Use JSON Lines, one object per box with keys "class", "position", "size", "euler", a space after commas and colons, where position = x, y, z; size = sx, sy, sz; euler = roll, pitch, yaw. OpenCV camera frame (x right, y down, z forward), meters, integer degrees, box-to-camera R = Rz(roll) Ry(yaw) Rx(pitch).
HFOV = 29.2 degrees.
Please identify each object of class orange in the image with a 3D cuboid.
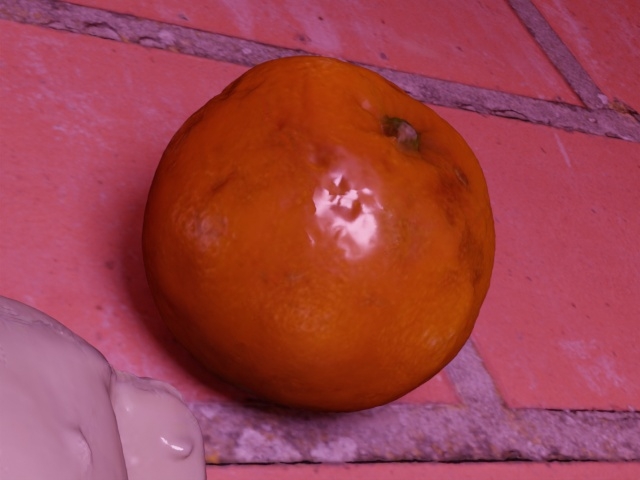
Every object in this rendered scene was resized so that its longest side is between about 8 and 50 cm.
{"class": "orange", "position": [0.000, 0.000, 0.899], "size": [0.261, 0.261, 0.261], "euler": [21, 36, -16]}

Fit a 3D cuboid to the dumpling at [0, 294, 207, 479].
{"class": "dumpling", "position": [-0.207, 0.175, 0.594], "size": [0.395, 0.233, 0.316], "euler": [8, 71, -52]}
